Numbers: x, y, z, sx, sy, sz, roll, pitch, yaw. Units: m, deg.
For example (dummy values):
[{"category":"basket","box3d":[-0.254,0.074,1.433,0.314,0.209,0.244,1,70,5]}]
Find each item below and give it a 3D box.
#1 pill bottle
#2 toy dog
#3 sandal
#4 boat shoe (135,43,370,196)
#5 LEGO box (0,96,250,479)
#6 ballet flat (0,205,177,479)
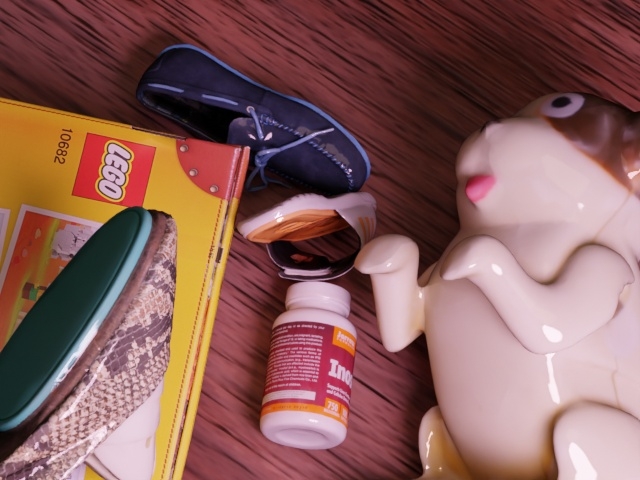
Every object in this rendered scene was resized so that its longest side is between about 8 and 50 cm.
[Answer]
[{"category":"pill bottle","box3d":[-0.010,0.121,1.771,0.086,0.086,0.152,8,66,-4]},{"category":"toy dog","box3d":[0.230,0.063,1.687,0.395,0.284,0.408,4,84,-24]},{"category":"sandal","box3d":[-0.010,0.004,1.753,0.102,0.265,0.076,-23,85,18]},{"category":"boat shoe","box3d":[-0.075,-0.104,1.858,0.258,0.109,0.089,26,47,19]},{"category":"LEGO box","box3d":[-0.297,0.129,1.668,0.372,0.193,0.500,12,66,-2]},{"category":"ballet flat","box3d":[-0.247,0.195,1.465,0.483,0.164,0.182,-49,114,-18]}]
